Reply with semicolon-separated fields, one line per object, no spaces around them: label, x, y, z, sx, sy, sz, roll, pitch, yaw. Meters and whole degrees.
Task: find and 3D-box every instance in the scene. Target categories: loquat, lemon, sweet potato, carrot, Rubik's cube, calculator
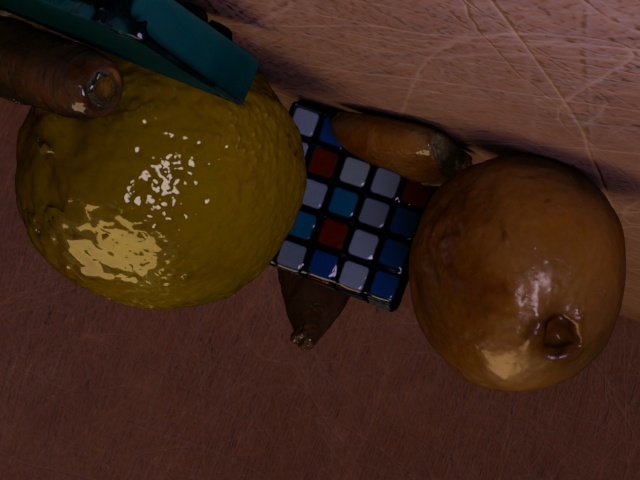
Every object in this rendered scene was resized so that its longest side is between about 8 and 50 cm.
loquat;0.182;0.029;1.312;0.193;0.238;0.238;-2;-179;-6
lemon;-0.145;-0.064;1.339;0.268;0.268;0.322;18;-178;35
sweet potato;0.002;0.001;1.733;0.131;0.131;0.336;20;-143;-13
carrot;-0.294;-0.171;1.204;0.342;0.070;0.070;25;-178;35
Rubik's cube;0.032;-0.036;1.556;0.182;0.184;0.187;20;177;4
calculator;-0.192;-0.191;1.060;0.274;0.058;0.248;24;-179;21

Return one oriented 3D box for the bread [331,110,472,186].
bread;0.091;-0.090;1.386;0.154;0.054;0.136;17;176;-10

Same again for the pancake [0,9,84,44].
pancake;-0.294;-0.224;1.586;0.236;0.042;0.222;19;177;2
